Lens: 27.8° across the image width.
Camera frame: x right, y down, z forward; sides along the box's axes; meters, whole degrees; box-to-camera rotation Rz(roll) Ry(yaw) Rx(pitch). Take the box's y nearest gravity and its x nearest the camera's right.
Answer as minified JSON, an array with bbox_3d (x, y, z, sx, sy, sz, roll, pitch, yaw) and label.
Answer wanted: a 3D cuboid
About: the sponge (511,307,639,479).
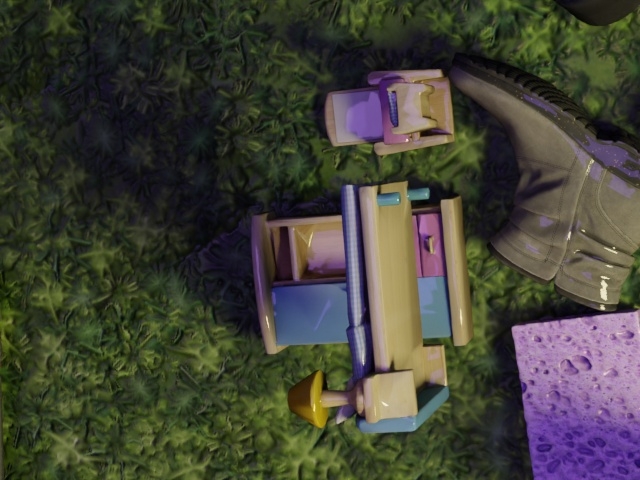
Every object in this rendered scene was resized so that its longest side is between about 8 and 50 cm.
[{"bbox_3d":[0.249,0.172,1.190,0.117,0.031,0.210,-8,93,18],"label":"sponge"}]

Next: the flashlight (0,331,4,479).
[{"bbox_3d":[-0.382,0.189,1.348,0.103,0.103,0.304,9,101,42],"label":"flashlight"}]

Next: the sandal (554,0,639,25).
[{"bbox_3d":[0.351,-0.349,1.010,0.107,0.167,0.446,24,122,-32],"label":"sandal"}]

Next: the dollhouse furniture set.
[{"bbox_3d":[0.000,0.000,1.104,0.198,0.303,0.286,-5,95,16],"label":"dollhouse furniture set"}]

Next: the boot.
[{"bbox_3d":[0.191,-0.050,1.161,0.246,0.083,0.161,34,110,12],"label":"boot"}]
